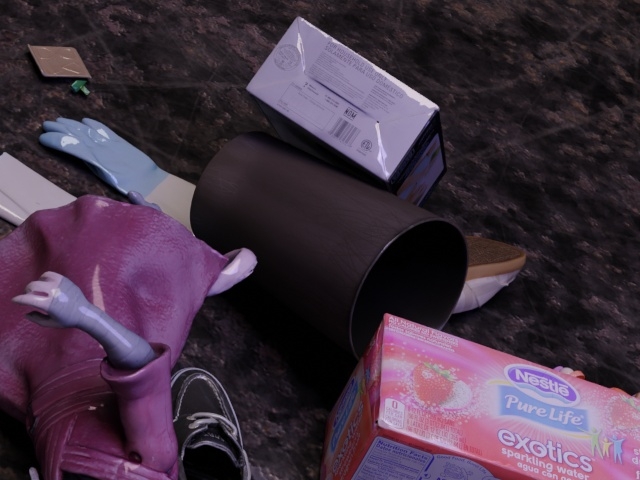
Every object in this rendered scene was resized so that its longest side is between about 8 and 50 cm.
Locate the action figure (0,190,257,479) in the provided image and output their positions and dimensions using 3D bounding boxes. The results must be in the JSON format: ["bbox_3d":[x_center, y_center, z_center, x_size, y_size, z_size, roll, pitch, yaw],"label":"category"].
[{"bbox_3d":[-0.180,0.144,1.070,0.275,0.248,0.370,26,30,-38],"label":"action figure"}]

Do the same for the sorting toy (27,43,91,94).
[{"bbox_3d":[-0.283,-0.186,1.503,0.062,0.012,0.083,1,40,-36],"label":"sorting toy"}]

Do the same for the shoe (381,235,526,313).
[{"bbox_3d":[0.135,0.041,1.450,0.219,0.058,0.076,-12,34,-43],"label":"shoe"}]

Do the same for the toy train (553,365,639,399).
[{"bbox_3d":[0.272,0.177,1.370,0.125,0.046,0.166,37,38,14],"label":"toy train"}]

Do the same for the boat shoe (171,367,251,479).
[{"bbox_3d":[-0.091,0.181,1.136,0.077,0.070,0.219,10,40,-20],"label":"boat shoe"}]

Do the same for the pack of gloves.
[{"bbox_3d":[-0.205,-0.050,1.364,0.232,0.046,0.195,30,39,5],"label":"pack of gloves"}]

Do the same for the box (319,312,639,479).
[{"bbox_3d":[0.162,0.201,1.192,0.300,0.154,0.142,18,38,-8],"label":"box"}]

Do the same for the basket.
[{"bbox_3d":[0.000,0.000,1.300,0.227,0.154,0.204,31,2,30],"label":"basket"}]

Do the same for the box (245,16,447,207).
[{"bbox_3d":[0.035,-0.111,1.401,0.169,0.087,0.290,34,-4,11],"label":"box"}]
